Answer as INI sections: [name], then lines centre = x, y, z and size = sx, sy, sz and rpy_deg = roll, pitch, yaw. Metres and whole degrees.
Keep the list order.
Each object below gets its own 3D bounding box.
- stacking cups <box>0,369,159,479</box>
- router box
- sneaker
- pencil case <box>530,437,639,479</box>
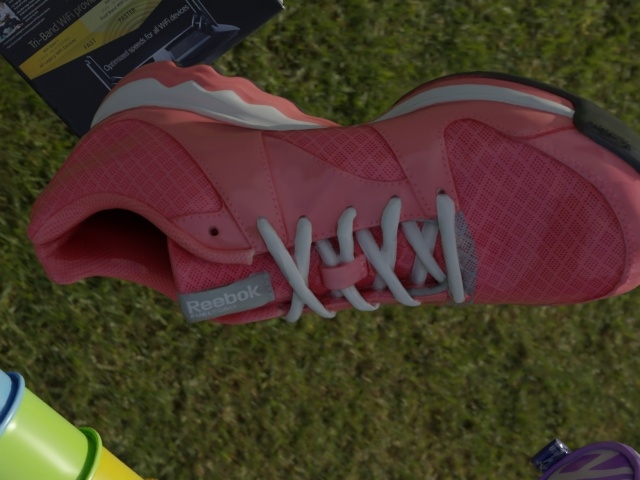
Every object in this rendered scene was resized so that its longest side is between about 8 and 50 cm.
[stacking cups]
centre = -0.219, 0.088, 0.591
size = 0.096, 0.096, 0.316
rpy_deg = -47, 117, -15
[router box]
centre = -0.236, -0.290, 1.216
size = 0.309, 0.081, 0.243
rpy_deg = -33, 115, 13
[sneaker]
centre = 0.000, 0.000, 0.475
size = 0.136, 0.314, 0.116
rpy_deg = -55, 142, -43
[pencil case]
centre = 0.178, 0.188, 0.489
size = 0.206, 0.086, 0.088
rpy_deg = 43, 102, -10
